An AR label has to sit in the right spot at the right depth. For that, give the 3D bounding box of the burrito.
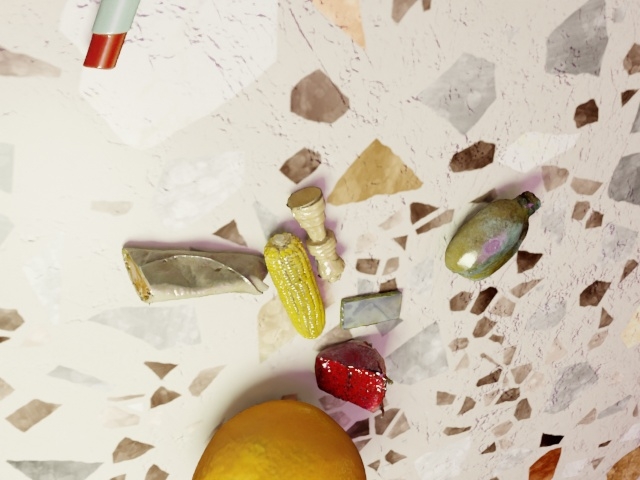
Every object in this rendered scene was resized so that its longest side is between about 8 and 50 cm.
[{"bbox_3d":[-0.181,0.053,0.922,0.225,0.087,0.060,1,157,-24],"label":"burrito"}]

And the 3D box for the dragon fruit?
[{"bbox_3d":[0.070,0.238,1.113,0.147,0.096,0.102,18,115,19],"label":"dragon fruit"}]

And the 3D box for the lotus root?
[{"bbox_3d":[0.298,-0.010,1.052,0.192,0.088,0.113,-47,140,10],"label":"lotus root"}]

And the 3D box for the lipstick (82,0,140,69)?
[{"bbox_3d":[-0.210,-0.319,0.695,0.068,0.061,0.274,16,112,-30],"label":"lipstick"}]

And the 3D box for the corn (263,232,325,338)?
[{"bbox_3d":[-0.038,0.075,0.987,0.071,0.072,0.203,-23,125,-6],"label":"corn"}]

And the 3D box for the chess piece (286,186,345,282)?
[{"bbox_3d":[0.000,0.000,0.967,0.060,0.060,0.172,-24,125,-6],"label":"chess piece"}]

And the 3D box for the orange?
[{"bbox_3d":[-0.070,0.430,1.044,0.311,0.312,0.312,-9,122,-15],"label":"orange"}]

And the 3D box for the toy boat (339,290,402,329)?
[{"bbox_3d":[0.090,0.124,1.097,0.114,0.016,0.064,-8,121,-17],"label":"toy boat"}]
